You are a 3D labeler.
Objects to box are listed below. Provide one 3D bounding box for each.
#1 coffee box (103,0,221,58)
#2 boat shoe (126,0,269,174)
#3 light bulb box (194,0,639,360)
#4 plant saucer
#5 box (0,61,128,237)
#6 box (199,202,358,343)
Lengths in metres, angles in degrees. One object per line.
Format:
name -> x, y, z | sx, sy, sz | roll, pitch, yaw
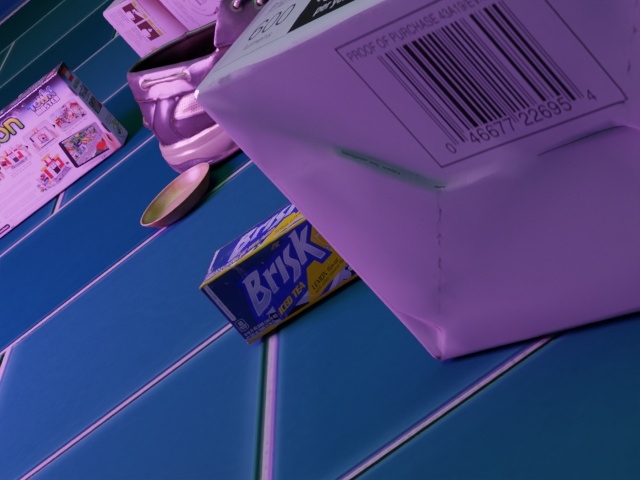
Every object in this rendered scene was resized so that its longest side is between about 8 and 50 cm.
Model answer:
coffee box -> -0.129, -0.309, 2.204 | 0.246, 0.098, 0.141 | -17, 30, 53
boat shoe -> -0.041, -0.187, 1.687 | 0.355, 0.130, 0.132 | -32, 21, 28
light bulb box -> 0.187, -0.159, 1.002 | 0.358, 0.225, 0.361 | -19, 29, 50
plant saucer -> -0.130, -0.038, 1.710 | 0.083, 0.015, 0.083 | -37, 18, 15
box -> -0.333, -0.098, 2.108 | 0.207, 0.114, 0.036 | -34, 19, 19
box -> 0.000, 0.000, 1.282 | 0.169, 0.059, 0.054 | -33, 17, 23
